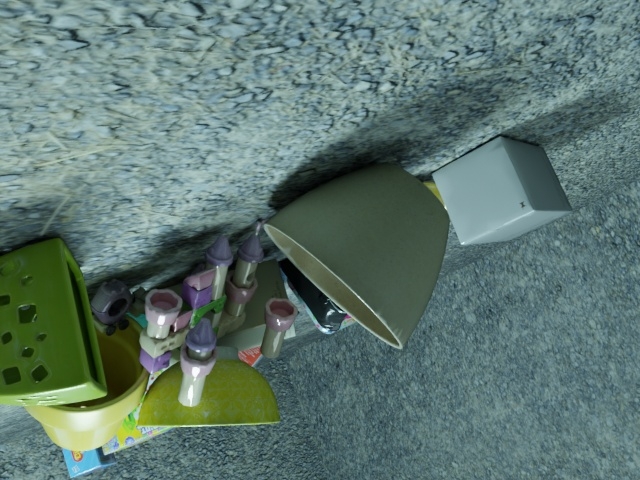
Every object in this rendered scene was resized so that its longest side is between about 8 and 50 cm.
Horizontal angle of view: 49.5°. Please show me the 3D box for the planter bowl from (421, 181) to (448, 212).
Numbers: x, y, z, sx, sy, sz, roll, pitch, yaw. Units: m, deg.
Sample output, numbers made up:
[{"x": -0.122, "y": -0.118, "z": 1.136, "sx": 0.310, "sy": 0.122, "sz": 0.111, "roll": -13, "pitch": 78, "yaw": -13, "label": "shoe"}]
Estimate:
[{"x": 0.181, "y": -0.039, "z": 1.543, "sx": 0.217, "sy": 0.217, "sz": 0.090, "roll": -12, "pitch": -152, "yaw": -38, "label": "planter bowl"}]

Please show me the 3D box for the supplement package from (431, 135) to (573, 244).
[{"x": 0.411, "y": -0.106, "z": 1.548, "sx": 0.177, "sy": 0.175, "sz": 0.293, "roll": -28, "pitch": 166, "yaw": 31, "label": "supplement package"}]

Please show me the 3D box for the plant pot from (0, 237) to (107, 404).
[{"x": -0.458, "y": 0.147, "z": 1.051, "sx": 0.207, "sy": 0.227, "sz": 0.228, "roll": -12, "pitch": 166, "yaw": -15, "label": "plant pot"}]

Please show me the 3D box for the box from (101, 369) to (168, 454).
[{"x": -0.495, "y": 0.415, "z": 1.973, "sx": 0.290, "sy": 0.279, "sz": 0.177, "roll": -26, "pitch": 167, "yaw": 19, "label": "box"}]

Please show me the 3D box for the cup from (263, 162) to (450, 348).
[{"x": 0.097, "y": 0.000, "z": 1.260, "sx": 0.237, "sy": 0.331, "sz": 0.331, "roll": -47, "pitch": 170, "yaw": -8, "label": "cup"}]

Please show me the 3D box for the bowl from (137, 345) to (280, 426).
[{"x": -0.228, "y": 0.301, "z": 1.433, "sx": 0.289, "sy": 0.156, "sz": 0.289, "roll": -2, "pitch": 167, "yaw": -1, "label": "bowl"}]

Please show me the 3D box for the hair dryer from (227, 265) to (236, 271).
[{"x": -0.261, "y": 0.132, "z": 1.720, "sx": 0.293, "sy": 0.080, "sz": 0.223, "roll": -34, "pitch": 148, "yaw": 25, "label": "hair dryer"}]

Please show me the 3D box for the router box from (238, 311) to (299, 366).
[{"x": -0.188, "y": 0.285, "z": 1.801, "sx": 0.301, "sy": 0.082, "sz": 0.335, "roll": -51, "pitch": 176, "yaw": -2, "label": "router box"}]

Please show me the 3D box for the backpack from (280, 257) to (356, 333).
[{"x": 0.060, "y": 0.079, "z": 1.600, "sx": 0.253, "sy": 0.225, "sz": 0.191, "roll": -26, "pitch": 159, "yaw": -31, "label": "backpack"}]

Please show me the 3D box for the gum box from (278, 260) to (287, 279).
[{"x": -0.021, "y": 0.059, "z": 1.822, "sx": 0.157, "sy": 0.041, "sz": 0.184, "roll": -25, "pitch": 167, "yaw": 12, "label": "gum box"}]

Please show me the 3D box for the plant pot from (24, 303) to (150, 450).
[{"x": -0.478, "y": 0.299, "z": 1.408, "sx": 0.254, "sy": 0.254, "sz": 0.239, "roll": -14, "pitch": 142, "yaw": -31, "label": "plant pot"}]

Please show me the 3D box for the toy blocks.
[{"x": -0.233, "y": 0.093, "z": 1.327, "sx": 0.288, "sy": 0.309, "sz": 0.260, "roll": -25, "pitch": 140, "yaw": -47, "label": "toy blocks"}]

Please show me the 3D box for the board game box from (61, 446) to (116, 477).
[{"x": -0.711, "y": 0.535, "z": 2.055, "sx": 0.086, "sy": 0.302, "sz": 0.308, "roll": -19, "pitch": 167, "yaw": -13, "label": "board game box"}]

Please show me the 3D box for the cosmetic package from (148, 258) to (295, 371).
[{"x": -0.224, "y": 0.167, "z": 1.559, "sx": 0.309, "sy": 0.160, "sz": 0.113, "roll": -15, "pitch": 149, "yaw": -8, "label": "cosmetic package"}]

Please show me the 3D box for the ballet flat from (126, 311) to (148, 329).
[{"x": -0.493, "y": 0.212, "z": 1.583, "sx": 0.280, "sy": 0.095, "sz": 0.096, "roll": 3, "pitch": 167, "yaw": -39, "label": "ballet flat"}]
